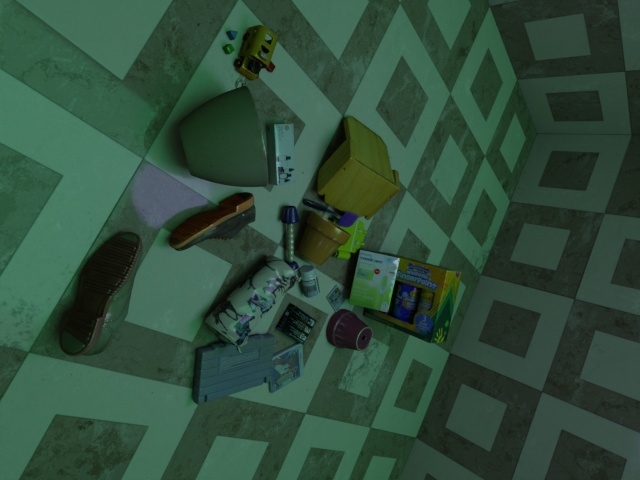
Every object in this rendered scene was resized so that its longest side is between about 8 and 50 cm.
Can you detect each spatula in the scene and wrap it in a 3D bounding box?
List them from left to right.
[{"bbox_3d":[0.046,-0.128,1.919,0.297,0.030,0.084,21,117,-27],"label":"spatula"}]

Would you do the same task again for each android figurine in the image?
[{"bbox_3d":[0.132,-0.029,2.064,0.273,0.056,0.248,13,91,-44],"label":"android figurine"}]

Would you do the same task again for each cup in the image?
[{"bbox_3d":[-0.328,-0.318,1.379,0.237,0.331,0.331,-14,113,-14],"label":"cup"}]

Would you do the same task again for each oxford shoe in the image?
[{"bbox_3d":[-0.660,0.164,1.309,0.146,0.141,0.396,68,43,-70],"label":"oxford shoe"},{"bbox_3d":[-0.372,-0.042,1.514,0.364,0.130,0.132,-35,129,-33],"label":"oxford shoe"}]

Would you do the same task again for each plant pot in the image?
[{"bbox_3d":[0.000,0.000,1.857,0.205,0.205,0.188,27,98,-45],"label":"plant pot"},{"bbox_3d":[0.160,0.473,2.139,0.201,0.180,0.201,-15,112,-41],"label":"plant pot"}]

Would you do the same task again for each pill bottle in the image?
[{"bbox_3d":[-0.050,0.189,1.926,0.078,0.078,0.137,-29,120,-36],"label":"pill bottle"}]

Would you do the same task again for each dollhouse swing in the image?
[{"bbox_3d":[0.159,-0.343,1.976,0.347,0.305,0.315,22,124,-39],"label":"dollhouse swing"}]

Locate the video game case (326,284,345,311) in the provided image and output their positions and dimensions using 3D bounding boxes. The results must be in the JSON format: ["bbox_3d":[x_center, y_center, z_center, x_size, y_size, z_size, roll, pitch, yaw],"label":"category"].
[{"bbox_3d":[0.081,0.297,2.133,0.087,0.011,0.122,-49,130,-23],"label":"video game case"}]

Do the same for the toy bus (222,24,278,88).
[{"bbox_3d":[-0.228,-0.661,1.497,0.191,0.104,0.202,-37,124,-32],"label":"toy bus"}]

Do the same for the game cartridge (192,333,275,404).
[{"bbox_3d":[-0.352,0.518,1.735,0.355,0.068,0.230,-1,98,-44],"label":"game cartridge"}]

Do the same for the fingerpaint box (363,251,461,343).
[{"bbox_3d":[0.469,0.285,2.204,0.163,0.445,0.371,7,96,-45],"label":"fingerpaint box"}]

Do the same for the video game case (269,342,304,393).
[{"bbox_3d":[-0.161,0.595,1.967,0.201,0.023,0.183,-18,113,-40],"label":"video game case"}]

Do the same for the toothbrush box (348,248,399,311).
[{"bbox_3d":[0.272,0.201,2.141,0.122,0.206,0.283,-15,118,-85],"label":"toothbrush box"}]

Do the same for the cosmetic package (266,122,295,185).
[{"bbox_3d":[-0.157,-0.348,1.685,0.099,0.060,0.238,-18,113,-42],"label":"cosmetic package"}]

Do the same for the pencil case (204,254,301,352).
[{"bbox_3d":[-0.257,0.239,1.673,0.410,0.160,0.183,-47,110,-26],"label":"pencil case"}]

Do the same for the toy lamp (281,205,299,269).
[{"bbox_3d":[-0.127,-0.012,1.794,0.080,0.080,0.274,-16,112,-41],"label":"toy lamp"}]

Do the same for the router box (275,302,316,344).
[{"bbox_3d":[-0.111,0.390,1.943,0.179,0.046,0.133,44,70,-42],"label":"router box"}]
